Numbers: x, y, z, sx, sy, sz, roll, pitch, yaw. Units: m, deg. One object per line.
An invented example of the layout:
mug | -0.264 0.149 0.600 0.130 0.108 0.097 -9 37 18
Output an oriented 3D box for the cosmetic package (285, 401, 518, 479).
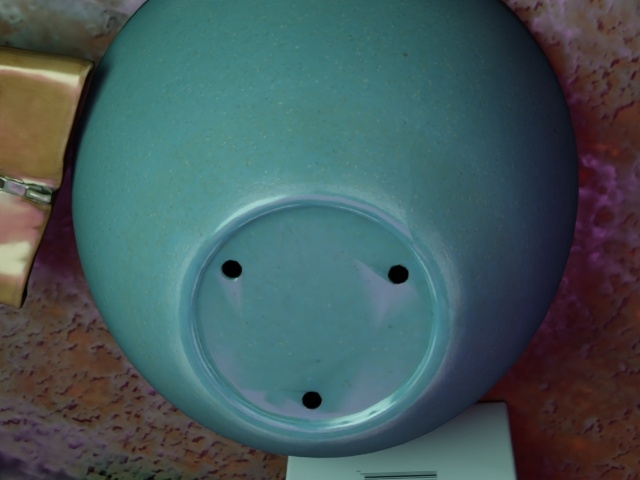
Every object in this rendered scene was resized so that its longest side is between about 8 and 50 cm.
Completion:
cosmetic package | 0.053 0.243 1.039 0.138 0.224 0.224 -2 113 3

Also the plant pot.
plant pot | 0.000 0.000 0.956 0.290 0.195 0.290 1 112 2

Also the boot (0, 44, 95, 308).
boot | -0.259 -0.112 0.943 0.280 0.096 0.264 14 107 1
